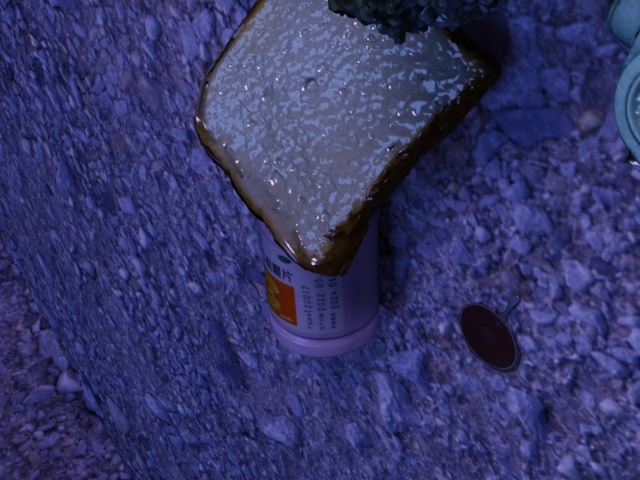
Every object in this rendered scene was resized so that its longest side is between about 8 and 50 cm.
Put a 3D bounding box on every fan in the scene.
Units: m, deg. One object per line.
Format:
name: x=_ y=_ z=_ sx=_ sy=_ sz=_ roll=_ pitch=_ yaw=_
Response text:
fan: x=0.182 y=0.090 z=1.058 sx=0.085 sy=0.005 sz=0.133 roll=48 pitch=149 yaw=19

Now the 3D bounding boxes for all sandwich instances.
sandwich: x=0.013 y=-0.128 z=0.925 sx=0.226 sy=0.087 sz=0.251 roll=47 pitch=113 yaw=17

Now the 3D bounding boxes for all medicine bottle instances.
medicine bottle: x=0.000 y=0.000 z=1.123 sx=0.133 sy=0.133 sz=0.250 roll=35 pitch=142 yaw=35

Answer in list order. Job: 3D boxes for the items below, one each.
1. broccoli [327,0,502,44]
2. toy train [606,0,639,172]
broccoli: x=0.114 y=-0.291 z=0.581 sx=0.249 sy=0.302 sz=0.375 roll=19 pitch=108 yaw=15
toy train: x=0.328 y=-0.081 z=0.562 sx=0.369 sy=0.150 sz=0.237 roll=43 pitch=138 yaw=24
